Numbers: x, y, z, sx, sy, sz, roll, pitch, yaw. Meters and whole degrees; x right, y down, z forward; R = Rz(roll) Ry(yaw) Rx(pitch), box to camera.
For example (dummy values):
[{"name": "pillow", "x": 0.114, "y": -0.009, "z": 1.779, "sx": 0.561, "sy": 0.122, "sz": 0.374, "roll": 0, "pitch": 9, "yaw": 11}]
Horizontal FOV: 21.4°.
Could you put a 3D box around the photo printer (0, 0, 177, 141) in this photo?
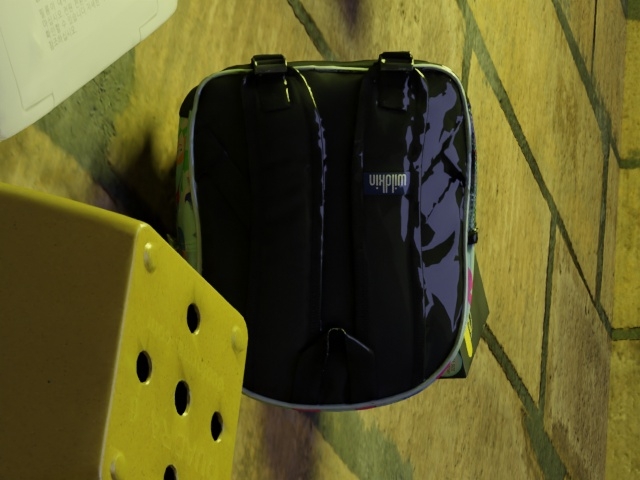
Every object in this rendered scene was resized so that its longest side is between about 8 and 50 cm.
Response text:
[{"name": "photo printer", "x": -0.199, "y": -0.230, "z": 0.952, "sx": 0.256, "sy": 0.107, "sz": 0.308, "roll": -52, "pitch": 134, "yaw": -56}]

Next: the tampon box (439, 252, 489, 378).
[{"name": "tampon box", "x": 0.051, "y": 0.048, "z": 1.475, "sx": 0.101, "sy": 0.161, "sz": 0.120, "roll": -63, "pitch": 142, "yaw": -53}]

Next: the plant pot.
[{"name": "plant pot", "x": -0.155, "y": 0.086, "z": 0.902, "sx": 0.212, "sy": 0.187, "sz": 0.212, "roll": 50, "pitch": 40, "yaw": -57}]

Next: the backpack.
[{"name": "backpack", "x": 0.000, "y": 0.000, "z": 1.265, "sx": 0.191, "sy": 0.225, "sz": 0.254, "roll": 152, "pitch": -65, "yaw": -80}]
